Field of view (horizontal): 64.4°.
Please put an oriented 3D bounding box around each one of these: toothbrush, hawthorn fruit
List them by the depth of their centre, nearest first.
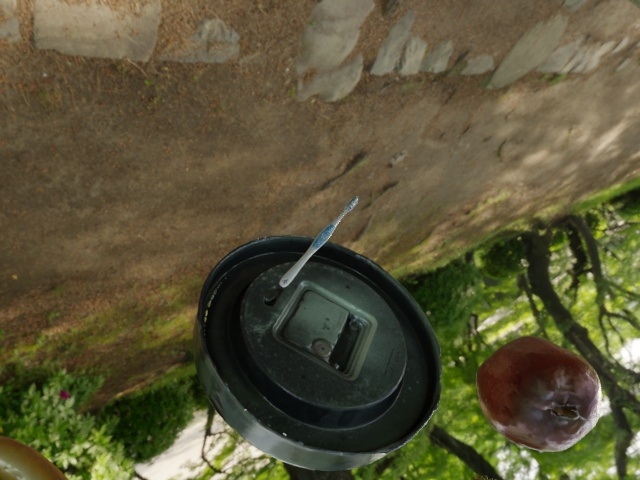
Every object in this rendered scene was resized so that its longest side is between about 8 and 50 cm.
[{"bbox_3d":[0.000,0.000,0.665,0.162,0.014,0.017,-50,177,-19],"label":"toothbrush"},{"bbox_3d":[0.410,0.292,0.949,0.215,0.215,0.250,-35,-173,-1],"label":"hawthorn fruit"}]

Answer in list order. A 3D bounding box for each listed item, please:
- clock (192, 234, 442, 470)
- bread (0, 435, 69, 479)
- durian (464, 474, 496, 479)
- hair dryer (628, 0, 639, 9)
[{"bbox_3d":[-0.002,0.151,0.771,0.386,0.386,0.076,-14,143,-40],"label":"clock"},{"bbox_3d":[-0.518,0.504,0.737,0.329,0.424,0.245,-24,155,-54],"label":"bread"},{"bbox_3d":[0.374,0.676,1.129,0.291,0.291,0.225,-42,135,13],"label":"durian"},{"bbox_3d":[0.308,-0.109,0.366,0.119,0.295,0.298,-29,156,13],"label":"hair dryer"}]
